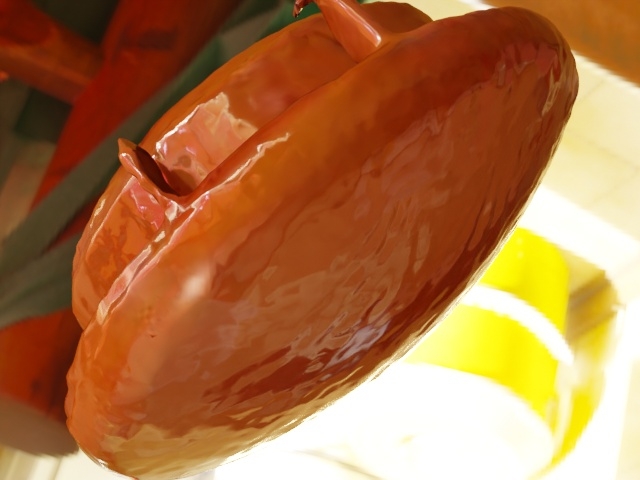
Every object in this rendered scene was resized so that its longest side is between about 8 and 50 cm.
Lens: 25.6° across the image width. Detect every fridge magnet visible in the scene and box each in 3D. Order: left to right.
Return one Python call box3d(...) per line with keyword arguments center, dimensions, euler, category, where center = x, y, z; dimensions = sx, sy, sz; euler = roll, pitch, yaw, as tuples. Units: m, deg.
box3d(center=(0.000, 0.000, 0.820), dimensions=(0.155, 0.363, 0.363), euler=(48, 155, 19), category="fridge magnet")
